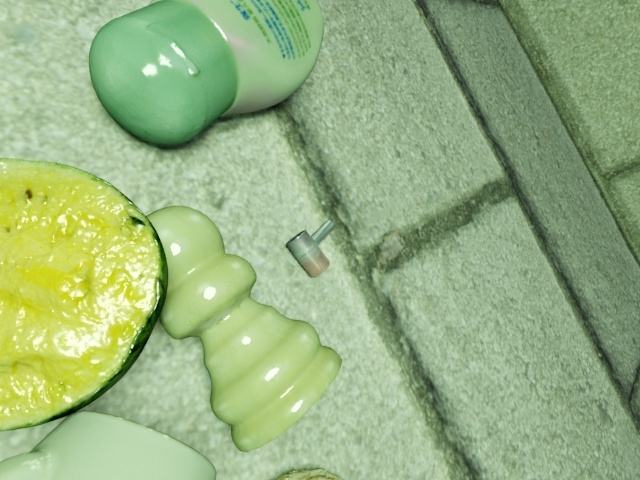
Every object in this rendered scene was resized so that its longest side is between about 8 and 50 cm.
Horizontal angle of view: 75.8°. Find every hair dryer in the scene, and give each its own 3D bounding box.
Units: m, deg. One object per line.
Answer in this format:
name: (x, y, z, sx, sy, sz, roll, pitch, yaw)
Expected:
hair dryer: (0.000, 0.000, 0.622, 0.063, 0.037, 0.114, 53, 41, -9)

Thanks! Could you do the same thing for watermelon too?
watermelon: (-0.244, 0.042, 0.341, 0.233, 0.127, 0.203, 6, 75, -10)

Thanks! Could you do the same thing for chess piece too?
chess piece: (-0.108, 0.075, 0.445, 0.251, 0.144, 0.144, 51, 48, 1)

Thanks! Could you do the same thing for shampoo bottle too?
shampoo bottle: (-0.140, -0.256, 0.546, 0.221, 0.151, 0.349, 48, 48, -18)

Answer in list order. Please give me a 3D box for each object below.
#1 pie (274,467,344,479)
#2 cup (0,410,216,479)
pie: (-0.003, 0.355, 0.445, 0.185, 0.052, 0.218, -33, 90, -40)
cup: (-0.192, 0.227, 0.248, 0.257, 0.187, 0.233, 60, 34, -38)
